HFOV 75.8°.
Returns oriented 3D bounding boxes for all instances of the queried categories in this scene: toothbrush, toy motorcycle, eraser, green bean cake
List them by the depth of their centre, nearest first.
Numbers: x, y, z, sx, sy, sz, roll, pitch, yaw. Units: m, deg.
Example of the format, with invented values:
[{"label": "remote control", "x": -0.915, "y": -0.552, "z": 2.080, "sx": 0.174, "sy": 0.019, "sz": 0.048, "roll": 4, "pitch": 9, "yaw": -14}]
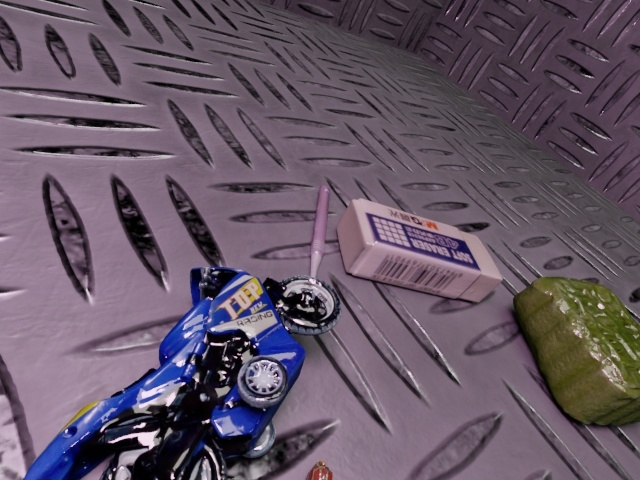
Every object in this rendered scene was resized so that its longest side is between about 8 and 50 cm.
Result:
[{"label": "toy motorcycle", "x": -0.104, "y": 0.116, "z": 0.389, "sx": 0.169, "sy": 0.113, "sz": 0.315, "roll": 27, "pitch": 42, "yaw": 13}, {"label": "toothbrush", "x": 0.000, "y": 0.000, "z": 0.671, "sx": 0.024, "sy": 0.029, "sz": 0.354, "roll": 34, "pitch": 32, "yaw": -19}, {"label": "green bean cake", "x": 0.462, "y": 0.177, "z": 0.705, "sx": 0.222, "sy": 0.125, "sz": 0.248, "roll": 10, "pitch": 40, "yaw": -26}, {"label": "eraser", "x": 0.172, "y": 0.022, "z": 0.724, "sx": 0.279, "sy": 0.081, "sz": 0.124, "roll": 15, "pitch": 37, "yaw": -21}]

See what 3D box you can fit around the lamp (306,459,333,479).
[{"label": "lamp", "x": 0.007, "y": 0.251, "z": 0.366, "sx": 0.083, "sy": 0.031, "sz": 0.063, "roll": 47, "pitch": 39, "yaw": 17}]
